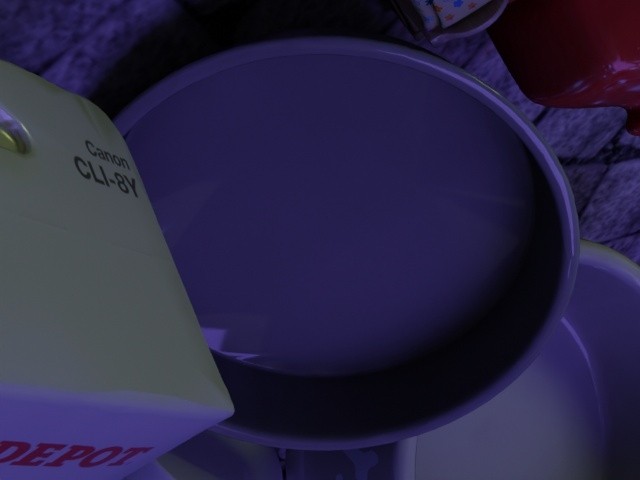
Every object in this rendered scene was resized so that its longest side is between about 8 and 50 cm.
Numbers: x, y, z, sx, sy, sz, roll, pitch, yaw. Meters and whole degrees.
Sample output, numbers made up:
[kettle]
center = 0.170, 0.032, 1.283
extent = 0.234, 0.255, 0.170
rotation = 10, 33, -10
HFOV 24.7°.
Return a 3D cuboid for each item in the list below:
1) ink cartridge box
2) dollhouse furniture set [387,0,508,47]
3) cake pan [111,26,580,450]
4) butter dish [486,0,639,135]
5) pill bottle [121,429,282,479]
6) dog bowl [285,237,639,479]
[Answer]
[ink cartridge box]
center = -0.270, 0.083, 0.566
extent = 0.385, 0.160, 0.279
rotation = -33, 159, 16
[dollhouse furniture set]
center = 0.099, -0.182, 0.760
extent = 0.161, 0.101, 0.182
rotation = -36, 148, 4
[cake pan]
center = 0.000, 0.000, 0.847
extent = 0.293, 0.054, 0.293
rotation = 0, 126, 0
[butter dish]
center = 0.179, -0.119, 0.855
extent = 0.160, 0.118, 0.160
rotation = -21, -174, -19
[pill bottle]
center = -0.170, 0.239, 1.018
extent = 0.181, 0.181, 0.323
rotation = 11, 127, -49
[dog bowl]
center = 0.145, 0.151, 1.046
extent = 0.349, 0.348, 0.102
rotation = -8, -176, -35
